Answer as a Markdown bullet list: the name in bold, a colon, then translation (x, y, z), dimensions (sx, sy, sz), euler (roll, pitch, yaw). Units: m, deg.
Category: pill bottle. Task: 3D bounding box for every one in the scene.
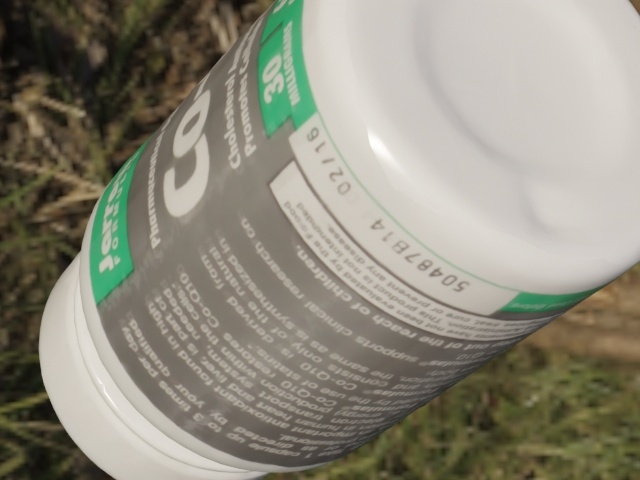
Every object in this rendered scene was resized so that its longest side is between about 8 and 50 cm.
- **pill bottle**: translation (0.000, 0.000, 0.917), dimensions (0.204, 0.361, 0.204), euler (16, 56, -26)
